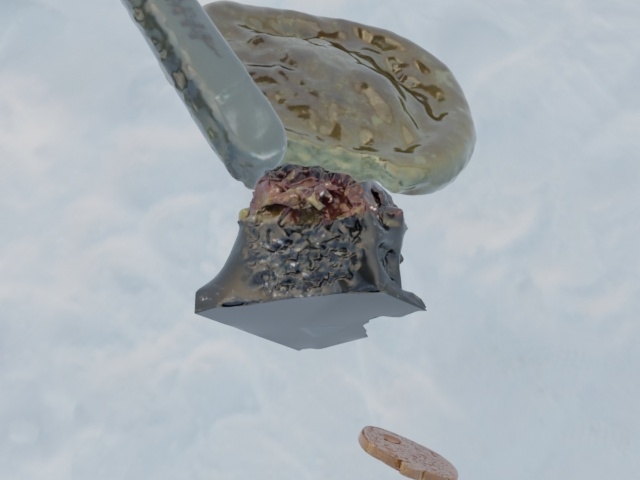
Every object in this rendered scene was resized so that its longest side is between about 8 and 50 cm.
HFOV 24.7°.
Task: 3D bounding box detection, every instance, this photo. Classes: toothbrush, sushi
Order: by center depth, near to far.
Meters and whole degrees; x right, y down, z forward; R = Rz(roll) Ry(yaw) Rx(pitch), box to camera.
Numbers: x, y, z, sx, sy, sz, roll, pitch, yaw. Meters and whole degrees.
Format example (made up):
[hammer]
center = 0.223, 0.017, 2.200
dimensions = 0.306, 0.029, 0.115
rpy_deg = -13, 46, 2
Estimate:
[toothbrush]
center = -0.091, -0.141, 0.448
dimensions = 0.030, 0.030, 0.297
rpy_deg = -37, 76, 24
[sushi]
center = 0.000, 0.000, 1.369
dimensions = 0.172, 0.153, 0.150
rpy_deg = -17, 61, 38

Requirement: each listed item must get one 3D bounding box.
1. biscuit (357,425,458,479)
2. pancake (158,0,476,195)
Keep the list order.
[biscuit]
center = 0.072, 0.183, 1.215
dimensions = 0.091, 0.078, 0.015
rpy_deg = 25, 101, -2
[pancake]
center = 0.001, -0.111, 1.042
dimensions = 0.236, 0.222, 0.042
rpy_deg = 22, 127, 3
